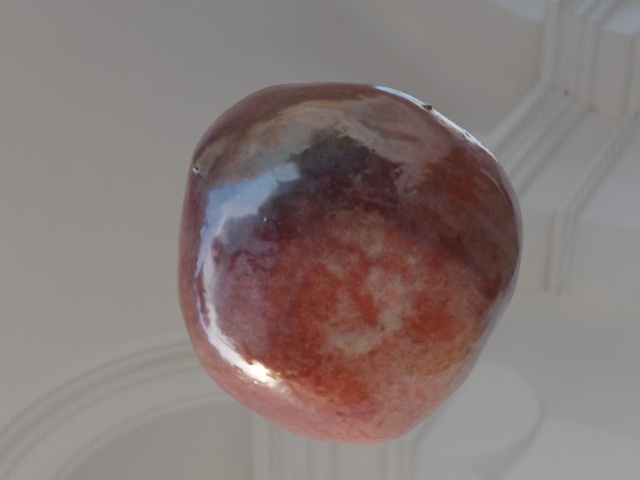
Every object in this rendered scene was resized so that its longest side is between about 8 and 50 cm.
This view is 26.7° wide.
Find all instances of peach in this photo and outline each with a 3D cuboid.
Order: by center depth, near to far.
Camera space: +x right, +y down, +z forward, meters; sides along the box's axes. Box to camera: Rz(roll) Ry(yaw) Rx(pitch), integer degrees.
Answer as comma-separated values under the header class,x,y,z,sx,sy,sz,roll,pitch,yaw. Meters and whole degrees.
class,x,y,z,sx,sy,sz,roll,pitch,yaw
peach,0.000,0.000,0.570,0.152,0.152,0.152,-43,-40,-53
